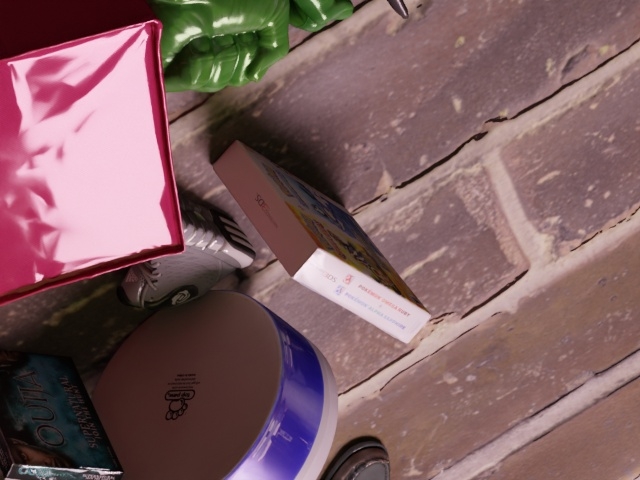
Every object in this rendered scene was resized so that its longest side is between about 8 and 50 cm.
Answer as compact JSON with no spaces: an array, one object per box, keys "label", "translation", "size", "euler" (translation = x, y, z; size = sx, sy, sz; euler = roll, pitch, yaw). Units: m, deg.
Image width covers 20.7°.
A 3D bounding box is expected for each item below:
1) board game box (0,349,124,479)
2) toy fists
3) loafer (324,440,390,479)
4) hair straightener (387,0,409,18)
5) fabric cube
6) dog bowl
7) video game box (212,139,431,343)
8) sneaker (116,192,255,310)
[{"label":"board game box","translation":[-0.288,0.180,1.798],"size":[0.126,0.186,0.026],"euler":[10,120,-35]},{"label":"toy fists","translation":[-0.046,-0.228,1.549],"size":[0.279,0.096,0.142],"euler":[-39,143,-29]},{"label":"loafer","translation":[0.039,0.375,2.218],"size":[0.096,0.084,0.268],"euler":[1,127,-29]},{"label":"hair straightener","translation":[0.027,-0.287,1.666],"size":[0.089,0.047,0.230],"euler":[-38,135,6]},{"label":"fabric cube","translation":[-0.280,-0.125,1.490],"size":[0.259,0.258,0.254],"euler":[-16,133,-16]},{"label":"dog bowl","translation":[-0.118,0.188,1.843],"size":[0.265,0.265,0.104],"euler":[-40,132,8]},{"label":"video game box","translation":[0.000,0.000,1.789],"size":[0.187,0.205,0.048],"euler":[28,107,-42]},{"label":"sneaker","translation":[-0.179,0.010,1.787],"size":[0.132,0.086,0.228],"euler":[-44,135,15]}]
